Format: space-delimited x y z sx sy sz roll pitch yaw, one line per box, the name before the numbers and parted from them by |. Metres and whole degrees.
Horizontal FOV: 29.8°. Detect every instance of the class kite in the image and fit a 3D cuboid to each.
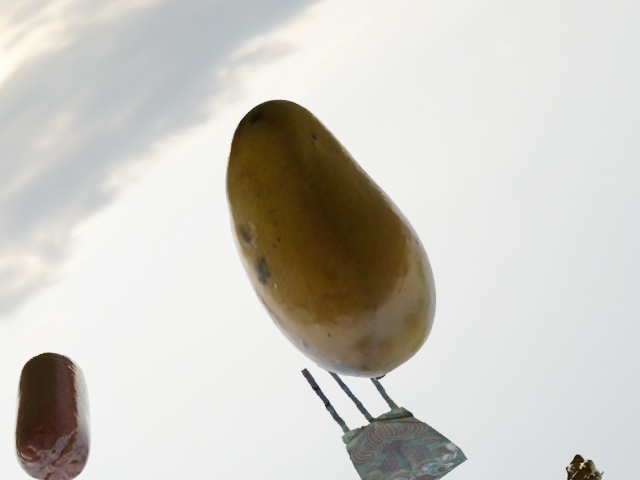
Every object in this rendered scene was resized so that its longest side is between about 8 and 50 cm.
kite | 0.066 0.203 1.339 0.127 0.229 0.016 -25 -149 14

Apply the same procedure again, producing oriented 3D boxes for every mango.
mango | 0.000 0.003 0.729 0.090 0.178 0.115 -26 160 -38

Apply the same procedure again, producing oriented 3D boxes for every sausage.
sausage | -0.221 0.145 0.991 0.062 0.062 0.154 -29 -156 0

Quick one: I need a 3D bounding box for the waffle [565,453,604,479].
waffle | 0.279 0.420 1.469 0.293 0.069 0.260 -63 180 20
